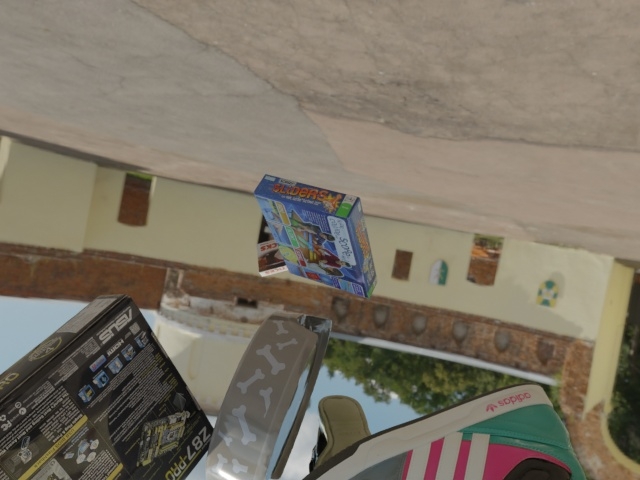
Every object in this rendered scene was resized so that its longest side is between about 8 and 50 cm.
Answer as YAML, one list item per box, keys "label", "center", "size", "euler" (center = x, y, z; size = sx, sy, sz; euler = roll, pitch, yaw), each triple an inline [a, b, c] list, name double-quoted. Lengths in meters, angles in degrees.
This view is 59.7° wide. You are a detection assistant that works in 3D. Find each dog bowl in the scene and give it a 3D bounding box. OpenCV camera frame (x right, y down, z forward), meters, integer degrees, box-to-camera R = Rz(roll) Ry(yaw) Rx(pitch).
- label: "dog bowl"
  center: [-0.084, 0.281, 0.959]
  size: [0.102, 0.348, 0.349]
  euler: [19, -179, 9]

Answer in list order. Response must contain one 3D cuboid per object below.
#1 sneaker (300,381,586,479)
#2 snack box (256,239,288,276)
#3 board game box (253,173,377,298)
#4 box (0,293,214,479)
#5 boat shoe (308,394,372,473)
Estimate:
- label: "sneaker"
  center: [0.125, 0.268, 0.520]
  size: [0.296, 0.123, 0.178]
  euler: [-20, -132, -6]
- label: "snack box"
  center: [-0.032, 0.015, 1.043]
  size: [0.178, 0.064, 0.022]
  euler: [-15, 147, 9]
- label: "board game box"
  center: [0.000, 0.000, 0.762]
  size: [0.136, 0.035, 0.201]
  euler: [17, 151, 22]
- label: "box"
  center: [-0.357, 0.317, 0.798]
  size: [0.097, 0.318, 0.395]
  euler: [-7, -151, 38]
- label: "boat shoe"
  center: [0.040, 0.412, 0.993]
  size: [0.127, 0.113, 0.340]
  euler: [2, -164, -9]
